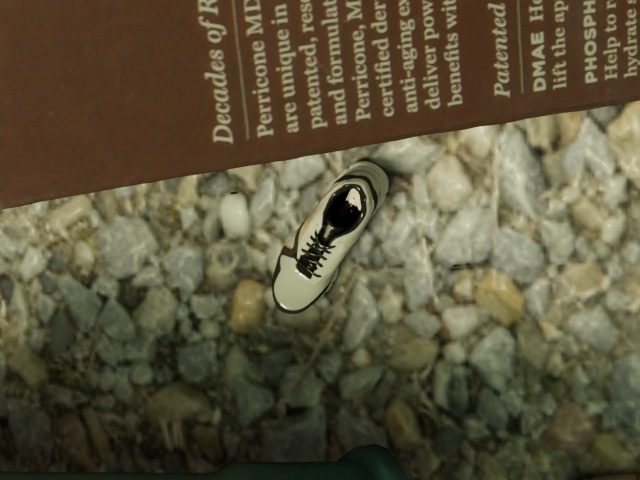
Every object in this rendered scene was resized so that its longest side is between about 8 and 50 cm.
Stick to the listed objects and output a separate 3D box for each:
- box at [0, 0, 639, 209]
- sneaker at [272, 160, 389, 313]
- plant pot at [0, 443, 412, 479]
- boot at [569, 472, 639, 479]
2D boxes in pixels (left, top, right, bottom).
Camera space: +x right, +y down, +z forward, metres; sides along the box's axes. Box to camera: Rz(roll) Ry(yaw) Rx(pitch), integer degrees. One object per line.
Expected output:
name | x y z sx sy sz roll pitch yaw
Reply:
box | 0.022 -0.124 0.515 0.382 0.191 0.143 -9 107 -21
sneaker | 0.000 0.000 0.721 0.040 0.044 0.109 32 108 4
plant pot | -0.144 0.256 0.598 0.334 0.341 0.341 9 104 -11
boot | 0.180 0.195 0.718 0.087 0.042 0.118 11 110 4
